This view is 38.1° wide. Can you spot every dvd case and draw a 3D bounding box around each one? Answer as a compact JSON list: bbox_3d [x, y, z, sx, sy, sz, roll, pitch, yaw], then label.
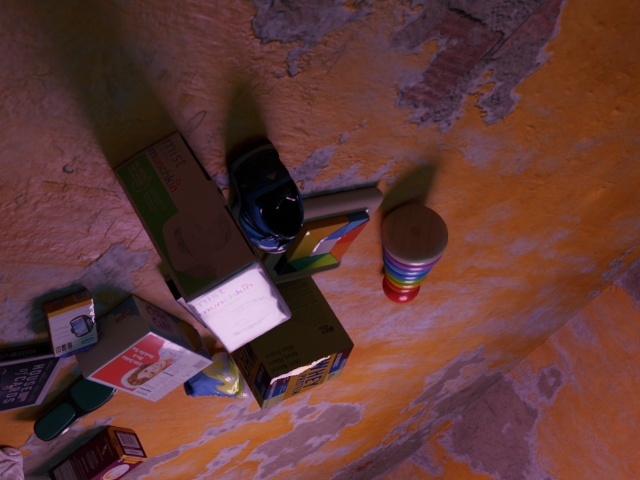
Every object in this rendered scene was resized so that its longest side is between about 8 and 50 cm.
[{"bbox_3d":[-0.584,0.256,1.649,0.239,0.029,0.179,-5,142,-43],"label":"dvd case"}]

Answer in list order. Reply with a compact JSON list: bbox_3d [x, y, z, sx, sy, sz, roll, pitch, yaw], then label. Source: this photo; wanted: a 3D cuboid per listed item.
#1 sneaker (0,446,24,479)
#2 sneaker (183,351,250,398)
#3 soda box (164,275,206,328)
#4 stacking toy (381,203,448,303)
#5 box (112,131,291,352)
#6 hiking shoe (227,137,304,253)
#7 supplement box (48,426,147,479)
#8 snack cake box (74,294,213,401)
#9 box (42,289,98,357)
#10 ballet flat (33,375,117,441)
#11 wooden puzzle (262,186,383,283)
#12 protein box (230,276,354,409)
[{"bbox_3d":[-0.650,0.460,1.821,0.090,0.115,0.232,-37,153,6],"label":"sneaker"},{"bbox_3d":[-0.237,0.311,2.086,0.126,0.091,0.240,-15,154,4],"label":"sneaker"},{"bbox_3d":[-0.232,0.107,1.758,0.060,0.053,0.169,-33,154,-2],"label":"soda box"},{"bbox_3d":[0.193,0.055,2.063,0.141,0.141,0.330,-26,157,-14],"label":"stacking toy"},{"bbox_3d":[-0.174,0.006,1.422,0.127,0.262,0.231,-32,154,-3],"label":"box"},{"bbox_3d":[-0.086,-0.038,1.588,0.113,0.132,0.304,-29,153,-8],"label":"hiking shoe"},{"bbox_3d":[-0.505,0.511,2.105,0.188,0.081,0.104,-37,153,8],"label":"supplement box"},{"bbox_3d":[-0.339,0.215,1.784,0.152,0.089,0.264,-34,153,5],"label":"snack cake box"},{"bbox_3d":[-0.434,0.150,1.617,0.081,0.028,0.136,-20,143,-25],"label":"box"},{"bbox_3d":[-0.482,0.321,1.849,0.213,0.072,0.068,-37,-179,10],"label":"ballet flat"},{"bbox_3d":[0.000,0.000,1.846,0.221,0.044,0.238,-12,146,-36],"label":"wooden puzzle"},{"bbox_3d":[-0.074,0.206,1.932,0.200,0.201,0.136,-19,150,-27],"label":"protein box"}]
